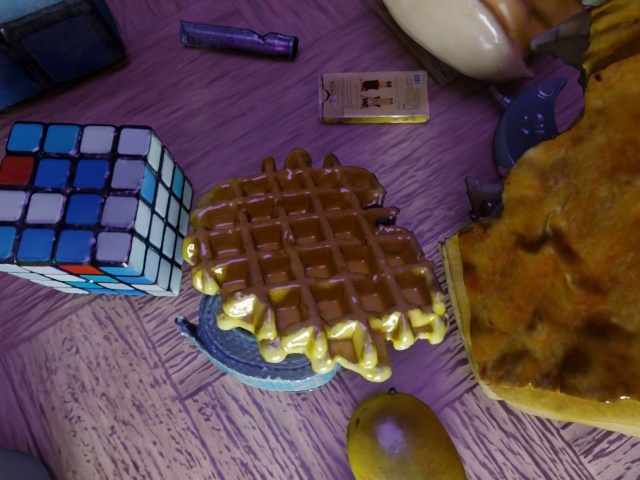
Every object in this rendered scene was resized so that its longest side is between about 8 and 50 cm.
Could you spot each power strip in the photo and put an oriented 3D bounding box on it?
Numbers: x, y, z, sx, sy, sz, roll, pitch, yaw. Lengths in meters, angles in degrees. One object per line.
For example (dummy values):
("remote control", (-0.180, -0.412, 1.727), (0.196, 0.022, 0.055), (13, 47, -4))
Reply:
("power strip", (0.287, -0.120, 0.570), (0.137, 0.044, 0.215), (-24, 74, -4))

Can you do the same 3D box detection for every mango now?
("mango", (0.091, 0.231, 0.453), (0.103, 0.076, 0.161), (-28, 77, -11))

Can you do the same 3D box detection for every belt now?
("belt", (-0.048, 0.093, 0.498), (0.163, 0.082, 0.147), (33, 65, 17))

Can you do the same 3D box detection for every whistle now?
("whistle", (-0.118, -0.288, 0.646), (0.177, 0.033, 0.033), (10, 73, 5))

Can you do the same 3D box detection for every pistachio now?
("pistachio", (0.191, -0.349, 0.565), (0.230, 0.230, 0.309), (-42, 79, -10))

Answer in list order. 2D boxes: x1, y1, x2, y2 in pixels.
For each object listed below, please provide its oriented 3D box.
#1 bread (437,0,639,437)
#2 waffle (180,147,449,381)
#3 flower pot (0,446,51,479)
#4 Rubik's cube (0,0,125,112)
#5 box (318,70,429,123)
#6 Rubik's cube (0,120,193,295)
("bread", (0.271, -0.030, 0.406), (0.192, 0.314, 0.369), (-2, 84, -27))
("waffle", (0.000, -0.001, 0.479), (0.310, 0.065, 0.283), (27, 48, 17))
("flower pot", (-0.348, 0.285, 0.370), (0.265, 0.243, 0.265), (-1, 75, 4))
("Rubik's cube", (-0.504, -0.378, 0.527), (0.362, 0.363, 0.358), (-28, 76, -5))
("box", (0.072, -0.195, 0.615), (0.149, 0.020, 0.073), (1, 74, 3))
("Rubik's cube", (-0.244, -0.026, 0.507), (0.151, 0.155, 0.154), (3, 73, 2))
